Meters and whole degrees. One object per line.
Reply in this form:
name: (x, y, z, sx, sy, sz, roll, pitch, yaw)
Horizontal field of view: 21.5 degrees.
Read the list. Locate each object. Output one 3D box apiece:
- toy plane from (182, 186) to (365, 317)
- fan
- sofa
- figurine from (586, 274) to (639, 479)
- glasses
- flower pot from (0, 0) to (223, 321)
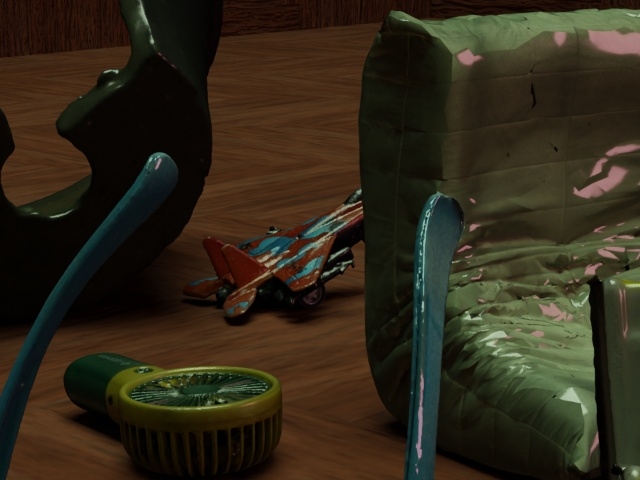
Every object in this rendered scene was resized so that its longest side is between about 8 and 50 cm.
toy plane: (0.001, 0.003, 1.172, 0.189, 0.061, 0.130, -21, 19, -23)
fan: (-0.081, 0.086, 0.868, 0.082, 0.039, 0.155, -10, 14, -36)
sofa: (0.141, -0.008, 0.863, 0.210, 0.225, 0.176, -6, 9, -34)
figurine: (0.239, 0.082, 0.604, 0.309, 0.143, 0.308, -2, 56, 2)
glasses: (-0.027, 0.090, 0.524, 0.190, 0.220, 0.088, 7, -25, 38)
flower pot: (-0.215, -0.091, 1.167, 0.379, 0.379, 0.251, -6, 34, -23)
